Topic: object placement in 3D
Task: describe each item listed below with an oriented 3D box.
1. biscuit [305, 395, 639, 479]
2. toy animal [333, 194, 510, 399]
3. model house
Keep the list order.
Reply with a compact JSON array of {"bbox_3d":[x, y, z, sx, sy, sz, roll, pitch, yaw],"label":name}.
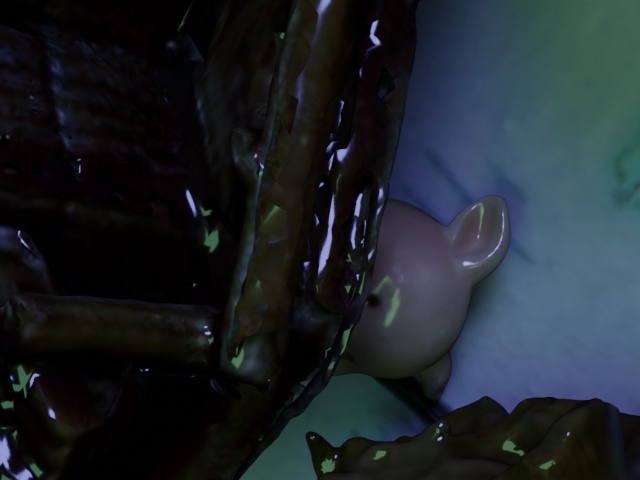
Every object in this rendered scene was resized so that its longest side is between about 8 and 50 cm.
[{"bbox_3d":[0.177,0.079,0.438,0.268,0.115,0.366,47,126,2],"label":"biscuit"},{"bbox_3d":[0.004,-0.003,0.549,0.150,0.083,0.089,45,69,7],"label":"toy animal"},{"bbox_3d":[-0.126,-0.080,0.424,0.317,0.282,0.297,-52,40,28],"label":"model house"}]
